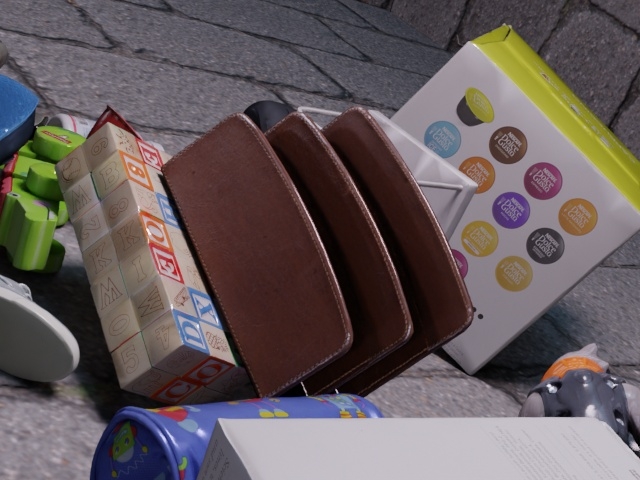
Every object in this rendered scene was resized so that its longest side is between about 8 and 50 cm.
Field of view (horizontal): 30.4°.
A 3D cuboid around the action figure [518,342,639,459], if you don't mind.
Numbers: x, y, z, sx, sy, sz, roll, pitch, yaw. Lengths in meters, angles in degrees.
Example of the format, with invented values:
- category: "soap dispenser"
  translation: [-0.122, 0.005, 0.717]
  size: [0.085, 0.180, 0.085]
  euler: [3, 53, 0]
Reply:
- category: "action figure"
  translation: [0.352, 0.234, 1.293]
  size: [0.341, 0.178, 0.330]
  euler: [-9, 36, -7]

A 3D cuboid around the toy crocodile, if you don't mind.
- category: "toy crocodile"
  translation: [-0.343, -0.056, 1.398]
  size: [0.105, 0.115, 0.340]
  euler: [14, 21, -15]

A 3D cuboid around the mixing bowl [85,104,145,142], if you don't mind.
- category: "mixing bowl"
  translation: [-0.253, -0.075, 1.527]
  size: [0.181, 0.098, 0.181]
  euler: [48, -7, 7]

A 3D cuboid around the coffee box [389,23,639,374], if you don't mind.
- category: "coffee box"
  translation: [0.248, -0.077, 1.725]
  size: [0.337, 0.334, 0.338]
  euler: [46, 22, 2]

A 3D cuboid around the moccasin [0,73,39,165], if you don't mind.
- category: "moccasin"
  translation: [-0.429, -0.060, 1.266]
  size: [0.138, 0.116, 0.342]
  euler: [40, 44, 13]

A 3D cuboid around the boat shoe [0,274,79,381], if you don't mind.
- category: "boat shoe"
  translation: [-0.329, 0.061, 1.173]
  size: [0.228, 0.079, 0.081]
  euler: [26, 24, 9]

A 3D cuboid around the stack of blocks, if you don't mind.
- category: "stack of blocks"
  translation: [-0.165, 0.033, 1.267]
  size: [0.171, 0.087, 0.297]
  euler: [29, 31, -51]

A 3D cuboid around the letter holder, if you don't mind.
- category: "letter holder"
  translation: [0.000, 0.000, 1.247]
  size: [0.152, 0.214, 0.301]
  euler: [23, 37, -58]

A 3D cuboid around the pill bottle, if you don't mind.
- category: "pill bottle"
  translation: [-0.301, -0.119, 1.635]
  size: [0.160, 0.087, 0.087]
  euler: [11, 25, -36]

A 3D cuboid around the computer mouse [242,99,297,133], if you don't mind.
- category: "computer mouse"
  translation: [-0.056, -0.188, 2.123]
  size: [0.189, 0.072, 0.272]
  euler: [12, 24, -31]

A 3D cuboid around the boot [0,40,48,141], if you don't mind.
- category: "boot"
  translation: [-0.460, -0.200, 1.682]
  size: [0.161, 0.083, 0.246]
  euler: [31, 25, -7]

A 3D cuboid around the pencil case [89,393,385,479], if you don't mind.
- category: "pencil case"
  translation: [-0.064, 0.209, 1.073]
  size: [0.306, 0.119, 0.133]
  euler: [3, 68, -48]

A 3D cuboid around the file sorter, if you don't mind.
- category: "file sorter"
  translation: [0.020, -0.004, 1.467]
  size: [0.173, 0.277, 0.193]
  euler: [1, 32, -47]

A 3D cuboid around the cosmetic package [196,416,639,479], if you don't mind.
- category: "cosmetic package"
  translation: [0.082, 0.265, 0.932]
  size: [0.385, 0.217, 0.156]
  euler: [8, 26, -30]
